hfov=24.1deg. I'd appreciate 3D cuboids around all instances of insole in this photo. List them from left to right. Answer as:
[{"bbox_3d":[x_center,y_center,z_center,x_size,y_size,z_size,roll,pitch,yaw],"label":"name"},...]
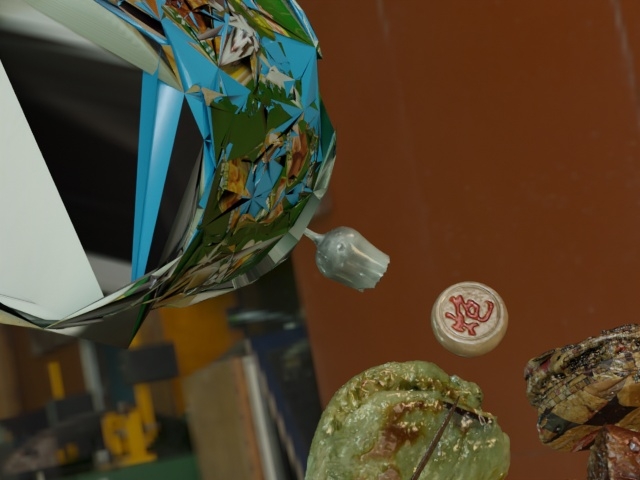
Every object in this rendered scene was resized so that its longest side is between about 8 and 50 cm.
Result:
[{"bbox_3d":[0.071,0.257,1.409,0.005,0.253,0.086,29,169,11],"label":"insole"}]

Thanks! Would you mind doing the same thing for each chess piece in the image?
[{"bbox_3d":[0.161,0.085,1.619,0.038,0.084,0.083,81,169,-63],"label":"chess piece"}]

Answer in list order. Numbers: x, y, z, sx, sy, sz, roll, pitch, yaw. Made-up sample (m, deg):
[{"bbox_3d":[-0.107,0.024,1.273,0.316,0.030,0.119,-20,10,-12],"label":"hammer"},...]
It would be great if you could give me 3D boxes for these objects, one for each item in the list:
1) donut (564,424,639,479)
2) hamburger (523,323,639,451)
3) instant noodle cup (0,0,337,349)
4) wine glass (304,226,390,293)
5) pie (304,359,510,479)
[{"bbox_3d":[0.295,0.253,1.436,0.217,0.141,0.085,112,171,-57],"label":"donut"},{"bbox_3d":[0.377,0.190,1.929,0.231,0.231,0.106,117,151,-50],"label":"hamburger"},{"bbox_3d":[-0.120,-0.056,0.821,0.178,0.240,0.240,-36,-57,-73],"label":"instant noodle cup"},{"bbox_3d":[0.000,0.000,2.086,0.079,0.195,0.079,-56,8,12],"label":"wine glass"},{"bbox_3d":[0.099,0.232,1.625,0.090,0.248,0.201,40,113,58],"label":"pie"}]
